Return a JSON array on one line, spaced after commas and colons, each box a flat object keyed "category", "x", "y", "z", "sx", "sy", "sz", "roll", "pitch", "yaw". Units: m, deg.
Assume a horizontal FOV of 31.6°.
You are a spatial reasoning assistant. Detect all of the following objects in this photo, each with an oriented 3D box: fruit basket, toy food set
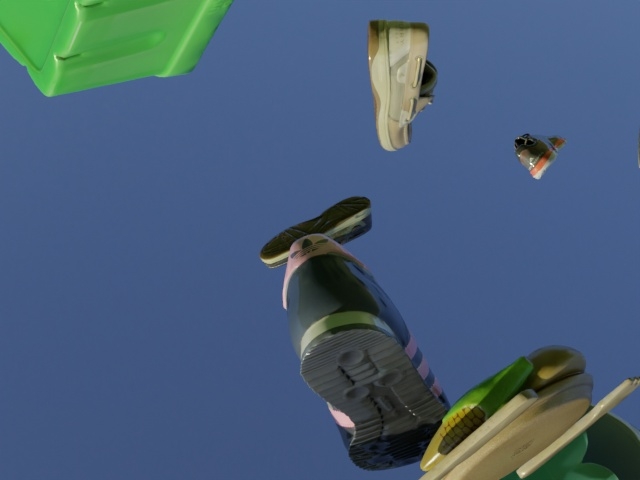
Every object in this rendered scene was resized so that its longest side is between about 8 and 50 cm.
[{"category": "fruit basket", "x": -0.142, "y": -0.352, "z": 1.032, "sx": 0.392, "sy": 0.392, "sz": 0.283, "roll": -39, "pitch": -94, "yaw": -25}, {"category": "toy food set", "x": 0.119, "y": 0.113, "z": 0.712, "sx": 0.132, "sy": 0.192, "sz": 0.038, "roll": -46, "pitch": -117, "yaw": 23}]

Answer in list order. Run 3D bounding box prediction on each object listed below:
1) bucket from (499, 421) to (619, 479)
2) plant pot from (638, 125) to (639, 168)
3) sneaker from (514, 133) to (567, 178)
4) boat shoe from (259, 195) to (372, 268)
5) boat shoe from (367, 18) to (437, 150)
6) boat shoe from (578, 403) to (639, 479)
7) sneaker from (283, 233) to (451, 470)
[{"category": "bucket", "x": 0.199, "y": 0.305, "z": 1.036, "sx": 0.183, "sy": 0.281, "sz": 0.281, "roll": -26, "pitch": -128, "yaw": 0}, {"category": "plant pot", "x": 0.496, "y": -0.161, "z": 1.552, "sx": 0.134, "sy": 0.134, "sz": 0.095, "roll": -10, "pitch": -97, "yaw": -4}, {"category": "sneaker", "x": 0.324, "y": -0.142, "z": 1.692, "sx": 0.065, "sy": 0.061, "sz": 0.158, "roll": 37, "pitch": -160, "yaw": 5}, {"category": "boat shoe", "x": 0.000, "y": 0.000, "z": 1.353, "sx": 0.152, "sy": 0.049, "sz": 0.056, "roll": -27, "pitch": -150, "yaw": -14}, {"category": "boat shoe", "x": 0.129, "y": -0.229, "z": 1.706, "sx": 0.098, "sy": 0.302, "sz": 0.109, "roll": -4, "pitch": -117, "yaw": 6}, {"category": "boat shoe", "x": 0.311, "y": 0.239, "z": 1.038, "sx": 0.258, "sy": 0.084, "sz": 0.095, "roll": 42, "pitch": -74, "yaw": 21}, {"category": "sneaker", "x": 0.046, "y": 0.108, "z": 1.041, "sx": 0.112, "sy": 0.319, "sz": 0.131, "roll": -19, "pitch": -125, "yaw": 2}]
